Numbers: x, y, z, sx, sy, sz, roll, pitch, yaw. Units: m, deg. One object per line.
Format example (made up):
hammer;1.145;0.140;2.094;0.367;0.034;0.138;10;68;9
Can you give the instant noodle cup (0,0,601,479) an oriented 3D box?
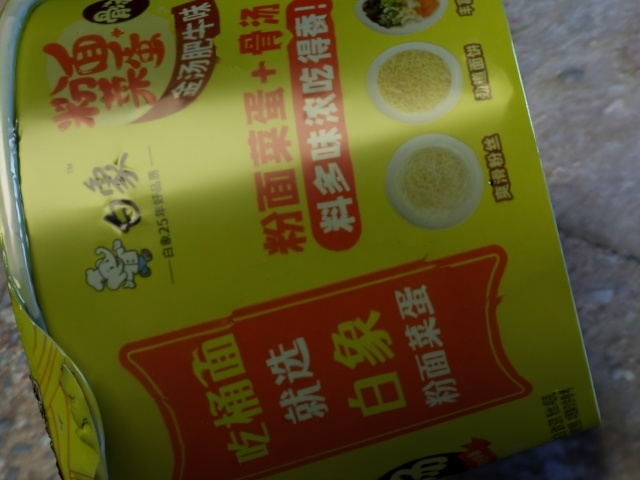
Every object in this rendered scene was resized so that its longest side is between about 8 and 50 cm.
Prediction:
instant noodle cup;0.000;0.000;0.802;0.221;0.311;0.311;-14;42;8
